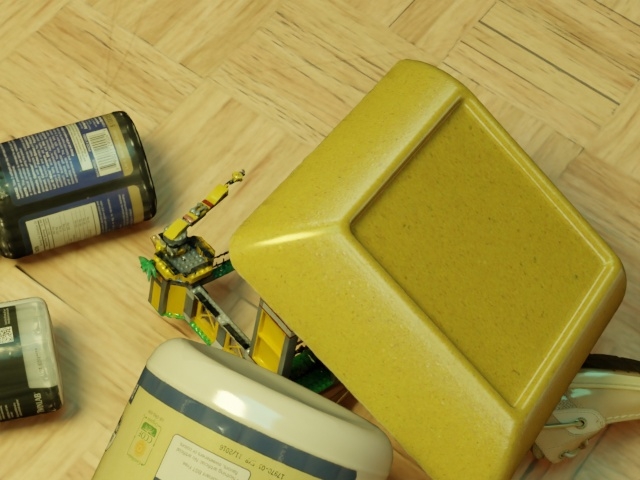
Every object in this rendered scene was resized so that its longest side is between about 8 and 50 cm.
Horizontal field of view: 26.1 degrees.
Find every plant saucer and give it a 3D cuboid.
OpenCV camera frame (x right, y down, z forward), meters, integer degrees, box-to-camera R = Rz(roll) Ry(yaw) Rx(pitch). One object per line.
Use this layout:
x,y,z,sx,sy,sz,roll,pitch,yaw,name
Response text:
0.130,0.019,1.248,0.333,0.081,0.333,47,50,-7,plant saucer

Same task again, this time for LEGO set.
0.000,0.000,1.357,0.331,0.192,0.255,-17,52,-27,LEGO set

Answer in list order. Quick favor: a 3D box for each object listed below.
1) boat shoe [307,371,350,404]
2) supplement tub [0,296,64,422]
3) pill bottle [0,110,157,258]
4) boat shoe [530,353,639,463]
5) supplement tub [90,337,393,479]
-0.030,0.187,1.370,0.178,0.064,0.060,-35,100,-30,boat shoe
-0.352,0.126,1.345,0.190,0.117,0.117,-9,60,-10,supplement tub
-0.292,-0.052,1.452,0.219,0.123,0.123,-17,62,-14,pill bottle
0.226,0.168,1.378,0.302,0.109,0.098,0,95,-9,boat shoe
-0.098,0.264,1.164,0.228,0.228,0.316,25,88,11,supplement tub
